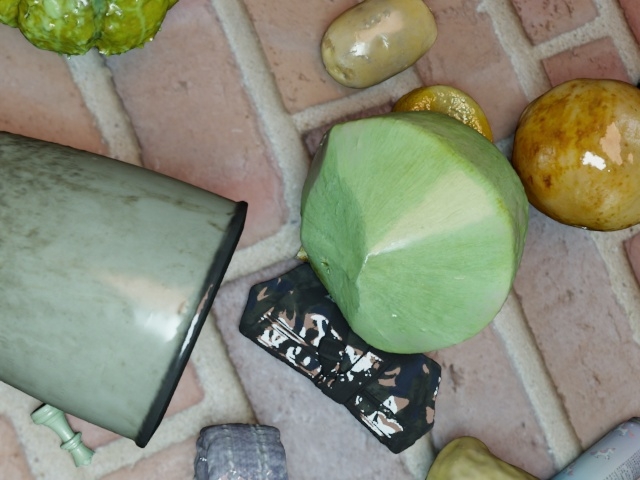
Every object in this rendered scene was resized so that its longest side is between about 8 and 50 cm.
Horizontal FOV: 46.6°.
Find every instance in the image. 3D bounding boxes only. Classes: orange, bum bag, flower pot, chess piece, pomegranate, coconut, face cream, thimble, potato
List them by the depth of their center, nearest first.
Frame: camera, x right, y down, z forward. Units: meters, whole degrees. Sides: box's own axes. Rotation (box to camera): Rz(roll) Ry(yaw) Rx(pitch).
[{"bbox_3d":[-0.279,0.031,0.812,0.330,0.293,0.294,23,73,-8],"label":"flower pot"},{"bbox_3d":[-0.305,0.234,0.893,0.042,0.042,0.093,-35,98,-21],"label":"chess piece"},{"bbox_3d":[-0.098,0.295,0.893,0.097,0.150,0.150,3,78,-16],"label":"thimble"},{"bbox_3d":[-0.307,-0.387,0.919,0.301,0.223,0.300,29,66,-10],"label":"orange"},{"bbox_3d":[0.112,-0.017,0.934,0.328,0.281,0.329,23,64,-59],"label":"coconut"},{"bbox_3d":[0.034,0.151,1.003,0.310,0.074,0.137,39,73,-5],"label":"bum bag"},{"bbox_3d":[0.083,-0.295,1.089,0.178,0.118,0.109,-28,53,-8],"label":"potato"},{"bbox_3d":[0.425,0.334,1.094,0.229,0.075,0.075,-28,89,-21],"label":"face cream"},{"bbox_3d":[0.409,-0.129,1.105,0.248,0.248,0.248,4,78,-18],"label":"pomegranate"}]

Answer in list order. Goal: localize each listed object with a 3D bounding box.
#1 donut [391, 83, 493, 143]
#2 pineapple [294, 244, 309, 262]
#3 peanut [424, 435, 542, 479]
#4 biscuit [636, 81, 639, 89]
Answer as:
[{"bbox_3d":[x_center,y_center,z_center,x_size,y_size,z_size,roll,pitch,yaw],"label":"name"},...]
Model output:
[{"bbox_3d":[0.186,-0.154,1.116,0.162,0.065,0.178,-25,89,-21],"label":"donut"},{"bbox_3d":[0.000,0.000,1.050,0.045,0.019,0.083,28,73,-5],"label":"pineapple"},{"bbox_3d":[0.274,0.433,0.978,0.192,0.169,0.387,-35,87,-12],"label":"peanut"},{"bbox_3d":[0.630,-0.190,1.273,0.235,0.063,0.151,31,83,-15],"label":"biscuit"}]
